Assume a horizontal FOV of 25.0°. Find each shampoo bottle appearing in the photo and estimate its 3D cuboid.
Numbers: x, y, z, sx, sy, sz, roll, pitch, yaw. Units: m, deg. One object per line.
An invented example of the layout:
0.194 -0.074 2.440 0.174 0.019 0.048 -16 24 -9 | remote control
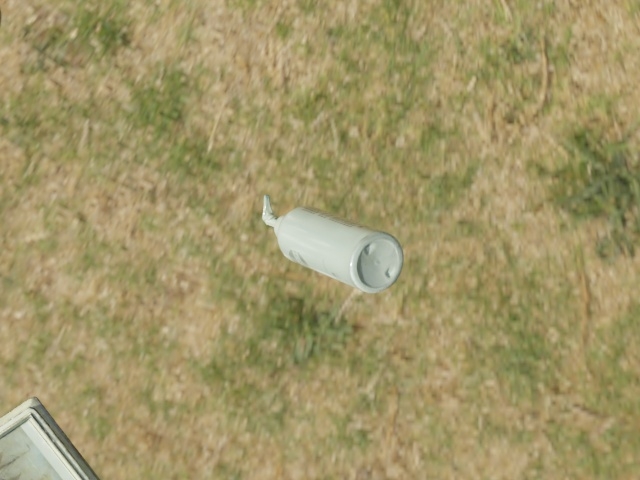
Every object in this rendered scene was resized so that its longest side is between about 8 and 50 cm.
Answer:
0.000 0.000 1.294 0.056 0.195 0.056 -7 104 -29 | shampoo bottle

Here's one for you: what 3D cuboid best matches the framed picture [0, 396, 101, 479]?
-0.304 0.317 1.480 0.217 0.017 0.274 -36 112 -3 | framed picture
